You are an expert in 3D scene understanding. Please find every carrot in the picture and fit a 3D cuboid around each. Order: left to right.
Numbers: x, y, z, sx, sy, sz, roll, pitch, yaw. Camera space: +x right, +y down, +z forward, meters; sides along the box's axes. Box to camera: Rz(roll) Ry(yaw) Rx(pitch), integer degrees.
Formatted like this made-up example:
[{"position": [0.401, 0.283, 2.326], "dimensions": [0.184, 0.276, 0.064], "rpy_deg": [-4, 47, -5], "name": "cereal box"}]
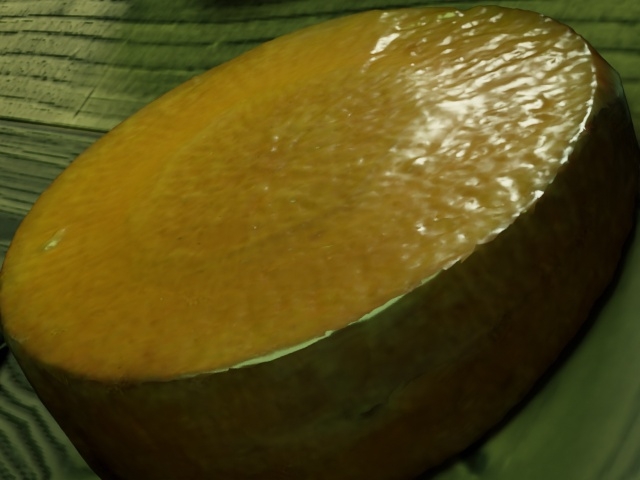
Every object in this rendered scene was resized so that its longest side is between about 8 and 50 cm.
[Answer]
[{"position": [0.000, 0.000, 0.675], "dimensions": [0.307, 0.100, 0.258], "rpy_deg": [-21, 40, 15], "name": "carrot"}]

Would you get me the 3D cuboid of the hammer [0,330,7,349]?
[{"position": [-0.307, 0.115, 0.881], "dimensions": [0.288, 0.033, 0.111], "rpy_deg": [-15, 45, 33], "name": "hammer"}]
